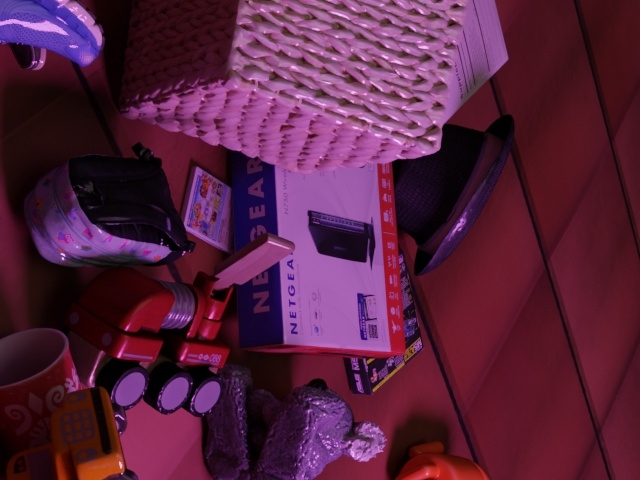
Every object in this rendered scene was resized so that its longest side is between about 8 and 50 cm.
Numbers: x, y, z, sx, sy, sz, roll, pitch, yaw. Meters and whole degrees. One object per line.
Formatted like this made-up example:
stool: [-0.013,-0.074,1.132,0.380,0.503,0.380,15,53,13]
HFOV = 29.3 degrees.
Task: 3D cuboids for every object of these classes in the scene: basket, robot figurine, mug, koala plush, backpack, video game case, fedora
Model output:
basket: [-0.041,-0.253,1.497,0.328,0.331,0.266,16,81,-32]
robot figurine: [0.213,0.428,2.096,0.219,0.158,0.128,22,93,-54]
mug: [-0.321,0.203,1.339,0.150,0.113,0.169,-25,119,-17]
koala plush: [-0.032,0.269,1.694,0.221,0.196,0.203,-9,108,-57]
backpack: [-0.248,-0.031,1.413,0.182,0.115,0.152,3,54,-60]
video game case: [-0.145,-0.039,1.675,0.122,0.011,0.087,33,63,-51]
fedora: [0.182,-0.104,1.997,0.152,0.334,0.334,31,54,-5]

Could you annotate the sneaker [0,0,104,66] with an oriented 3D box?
sneaker: [-0.372,-0.245,1.239,0.330,0.130,0.147,21,106,-39]

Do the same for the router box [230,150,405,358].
router box: [0.000,0.000,1.780,0.301,0.082,0.335,10,73,-53]

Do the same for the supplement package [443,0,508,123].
supplement package: [0.157,-0.310,1.988,0.293,0.178,0.175,-44,125,-47]

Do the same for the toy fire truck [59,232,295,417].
toy fire truck: [-0.163,0.078,1.435,0.217,0.158,0.246,18,98,-55]

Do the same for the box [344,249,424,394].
box: [0.095,0.131,2.002,0.191,0.045,0.184,-34,118,-52]

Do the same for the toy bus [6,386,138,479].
toy bus: [-0.247,0.310,1.299,0.108,0.130,0.332,-113,-165,-48]

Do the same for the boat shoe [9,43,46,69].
boat shoe: [-0.347,-0.258,1.345,0.049,0.056,0.152,-26,101,-49]
